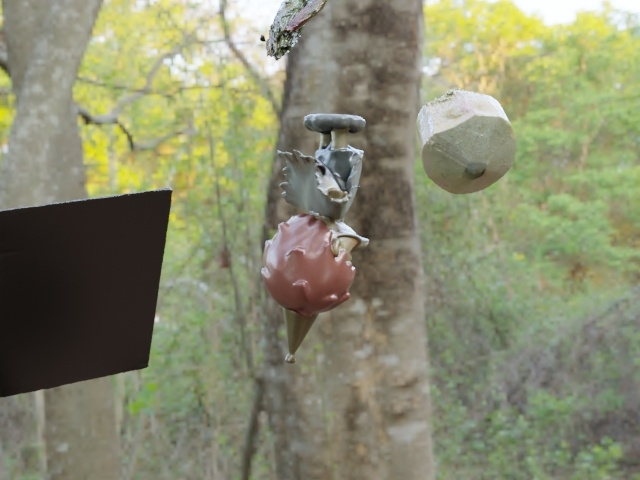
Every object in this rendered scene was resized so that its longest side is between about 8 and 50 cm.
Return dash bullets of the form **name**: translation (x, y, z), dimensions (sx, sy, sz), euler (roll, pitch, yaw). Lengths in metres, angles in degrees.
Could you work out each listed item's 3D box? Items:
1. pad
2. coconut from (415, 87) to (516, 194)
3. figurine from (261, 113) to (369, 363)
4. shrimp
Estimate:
- **pad**: translation (-0.282, 0.066, 1.271), dimensions (0.202, 0.005, 0.300), euler (-9, -45, -25)
- **coconut**: translation (0.173, -0.116, 1.308), dimensions (0.116, 0.116, 0.122), euler (-5, 34, -4)
- **figurine**: translation (0.000, 0.000, 1.672), dimensions (0.166, 0.387, 0.207), euler (7, -1, -27)
- **shrimp**: translation (-0.027, -0.283, 1.366), dimensions (0.101, 0.190, 0.042), euler (-23, -61, 41)
